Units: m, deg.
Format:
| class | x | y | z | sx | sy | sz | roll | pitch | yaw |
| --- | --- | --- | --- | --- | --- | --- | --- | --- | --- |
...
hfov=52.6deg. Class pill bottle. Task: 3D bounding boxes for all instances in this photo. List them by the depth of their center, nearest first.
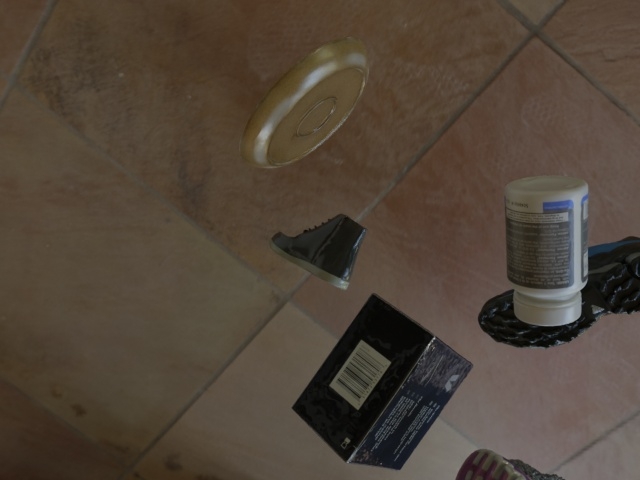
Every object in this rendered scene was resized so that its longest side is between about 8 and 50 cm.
| class | x | y | z | sx | sy | sz | roll | pitch | yaw |
| --- | --- | --- | --- | --- | --- | --- | --- | --- | --- |
| pill bottle | 0.224 | 0.010 | 0.642 | 0.078 | 0.078 | 0.137 | -3 | 107 | 12 |

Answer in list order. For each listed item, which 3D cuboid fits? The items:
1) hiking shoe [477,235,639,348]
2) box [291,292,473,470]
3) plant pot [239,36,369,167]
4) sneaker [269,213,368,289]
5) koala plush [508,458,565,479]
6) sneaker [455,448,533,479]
| class | x | y | z | sx | sy | sz | roll | pitch | yaw |
| --- | --- | --- | --- | --- | --- | --- | --- | --- | --- |
| hiking shoe | 0.409 | 0.087 | 1.062 | 0.304 | 0.132 | 0.113 | -22 | 106 | 26 |
| box | 0.075 | 0.164 | 0.728 | 0.093 | 0.158 | 0.156 | 35 | 88 | 35 |
| plant pot | -0.013 | -0.183 | 0.919 | 0.032 | 0.236 | 0.236 | 48 | 116 | 12 |
| sneaker | 0.000 | 0.000 | 1.161 | 0.083 | 0.222 | 0.118 | 29 | 88 | -41 |
| koala plush | 0.323 | 0.452 | 0.885 | 0.203 | 0.221 | 0.196 | 19 | 109 | -22 |
| sneaker | 0.229 | 0.296 | 0.630 | 0.104 | 0.236 | 0.095 | 18 | 99 | -34 |
